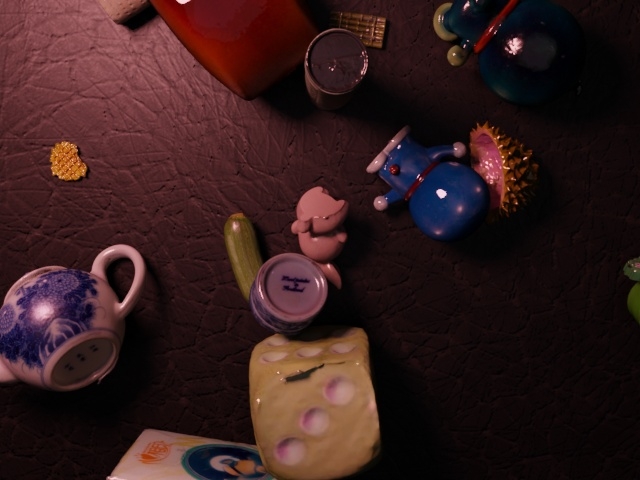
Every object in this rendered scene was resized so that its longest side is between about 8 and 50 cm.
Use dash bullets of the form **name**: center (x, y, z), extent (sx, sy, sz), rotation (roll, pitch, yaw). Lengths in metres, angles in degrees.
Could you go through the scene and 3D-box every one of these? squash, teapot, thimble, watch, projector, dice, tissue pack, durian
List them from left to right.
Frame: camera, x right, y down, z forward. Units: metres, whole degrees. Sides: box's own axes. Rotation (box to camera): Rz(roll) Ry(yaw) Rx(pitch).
- **teapot**: center (-0.542, 0.158, 1.436), extent (0.424, 0.252, 0.280), rotation (-38, 58, -12)
- **thimble**: center (-0.400, -0.497, 1.388), extent (0.090, 0.102, 0.115), rotation (-30, 68, 6)
- **tissue pack**: center (-0.219, 0.522, 1.444), extent (0.387, 0.287, 0.162), rotation (9, 95, 0)
- **squash**: center (-0.151, 0.049, 1.477), extent (0.077, 0.068, 0.219), rotation (-16, 99, 23)
- **dice**: center (-0.004, 0.327, 1.425), extent (0.251, 0.254, 0.250), rotation (-9, 101, 1)
- **projector**: center (0.023, -0.304, 1.287), extent (0.108, 0.337, 0.108), rotation (0, 96, -1)
- **durian**: center (0.368, -0.134, 1.421), extent (0.132, 0.165, 0.183), rotation (-1, 74, 32)
- **watch**: center (0.699, 0.121, 1.454), extent (0.165, 0.131, 0.152), rotation (4, 117, -3)

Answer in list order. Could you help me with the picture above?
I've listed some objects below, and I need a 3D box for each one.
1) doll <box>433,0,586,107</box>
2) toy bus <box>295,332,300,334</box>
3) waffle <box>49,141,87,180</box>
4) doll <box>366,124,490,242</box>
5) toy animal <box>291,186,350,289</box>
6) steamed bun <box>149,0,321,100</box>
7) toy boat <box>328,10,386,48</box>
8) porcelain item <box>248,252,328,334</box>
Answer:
- **doll**: center (0.371, -0.379, 1.344), extent (0.322, 0.186, 0.199), rotation (33, 98, 0)
- **toy bus**: center (-0.058, 0.166, 1.488), extent (0.038, 0.083, 0.046), rotation (-6, 110, 2)
- **waffle**: center (-0.535, -0.168, 1.483), extent (0.078, 0.016, 0.085), rotation (-10, 97, 3)
- **doll**: center (0.220, -0.108, 1.415), extent (0.257, 0.161, 0.215), rotation (46, 116, 11)
- **toy animal**: center (0.001, -0.001, 1.461), extent (0.124, 0.124, 0.213), rotation (0, 131, 2)
- **steamed bun**: center (-0.183, -0.459, 1.285), extent (0.235, 0.248, 0.379), rotation (-38, 83, 6)
- **toy boat**: center (0.074, -0.430, 1.426), extent (0.115, 0.016, 0.063), rotation (8, 99, 0)
- **porcelain item**: center (-0.066, 0.109, 1.399), extent (0.147, 0.114, 0.147), rotation (6, 66, -15)
